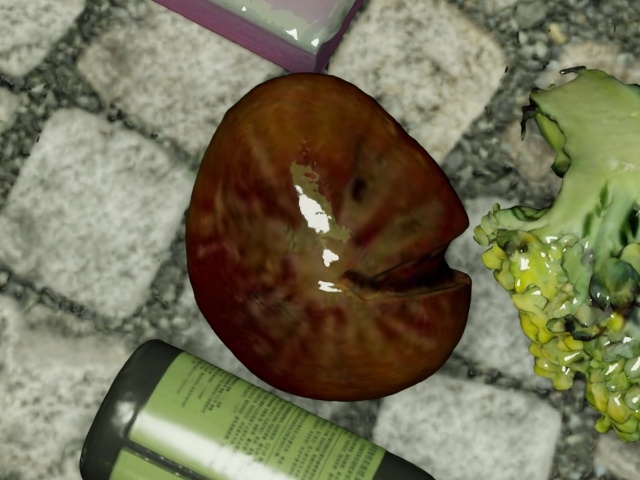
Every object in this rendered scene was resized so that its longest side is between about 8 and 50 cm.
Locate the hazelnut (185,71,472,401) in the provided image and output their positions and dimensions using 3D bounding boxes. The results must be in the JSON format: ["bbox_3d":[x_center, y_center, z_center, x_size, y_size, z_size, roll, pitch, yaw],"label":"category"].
[{"bbox_3d":[0.000,0.000,0.942,0.178,0.178,0.204,-7,97,-2],"label":"hazelnut"}]

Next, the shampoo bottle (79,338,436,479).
[{"bbox_3d":[-0.002,0.162,0.943,0.283,0.101,0.101,25,78,6],"label":"shampoo bottle"}]

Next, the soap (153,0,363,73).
[{"bbox_3d":[-0.069,-0.244,1.049,0.259,0.081,0.181,27,79,5],"label":"soap"}]

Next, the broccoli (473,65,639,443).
[{"bbox_3d":[0.217,0.021,0.976,0.242,0.273,0.180,-20,122,-14],"label":"broccoli"}]
